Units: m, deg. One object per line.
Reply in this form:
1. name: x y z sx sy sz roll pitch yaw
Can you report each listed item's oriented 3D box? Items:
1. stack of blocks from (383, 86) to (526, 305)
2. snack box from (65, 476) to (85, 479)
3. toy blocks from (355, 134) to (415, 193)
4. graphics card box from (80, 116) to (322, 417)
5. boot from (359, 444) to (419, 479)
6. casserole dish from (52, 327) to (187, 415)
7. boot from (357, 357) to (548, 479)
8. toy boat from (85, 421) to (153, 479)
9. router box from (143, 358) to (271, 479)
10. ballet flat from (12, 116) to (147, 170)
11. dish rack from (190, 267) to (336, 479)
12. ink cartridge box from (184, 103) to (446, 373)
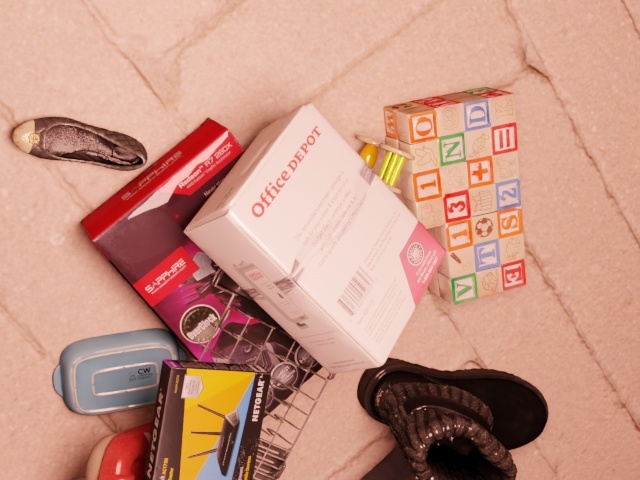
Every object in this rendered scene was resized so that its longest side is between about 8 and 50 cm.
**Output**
1. stack of blocks: 0.201 -0.062 1.519 0.171 0.087 0.297 -14 109 -17
2. snack box: -0.378 0.432 1.439 0.207 0.070 0.175 -9 106 -20
3. toy blocks: 0.064 -0.065 1.446 0.054 0.123 0.148 18 97 -30
4. graphics card box: -0.120 0.048 1.423 0.232 0.094 0.371 -40 115 -8
5. boot: 0.090 0.580 1.552 0.445 0.146 0.367 -40 82 -9
6. casserole dish: -0.274 0.187 1.432 0.188 0.037 0.114 -7 107 -20
7. boot: 0.241 0.290 1.533 0.347 0.260 0.131 9 101 -23
8. toy boat: -0.206 0.327 1.388 0.151 0.231 0.151 3 91 18
9. router box: -0.143 0.242 1.286 0.133 0.046 0.179 7 97 -25
10. ballet flat: -0.307 -0.125 1.327 0.173 0.049 0.058 7 101 -23
11. dish rack: -0.092 0.188 1.366 0.208 0.074 0.272 29 86 -24
12. ink cartridge box: 0.000 0.000 1.312 0.283 0.117 0.207 46 57 -18
